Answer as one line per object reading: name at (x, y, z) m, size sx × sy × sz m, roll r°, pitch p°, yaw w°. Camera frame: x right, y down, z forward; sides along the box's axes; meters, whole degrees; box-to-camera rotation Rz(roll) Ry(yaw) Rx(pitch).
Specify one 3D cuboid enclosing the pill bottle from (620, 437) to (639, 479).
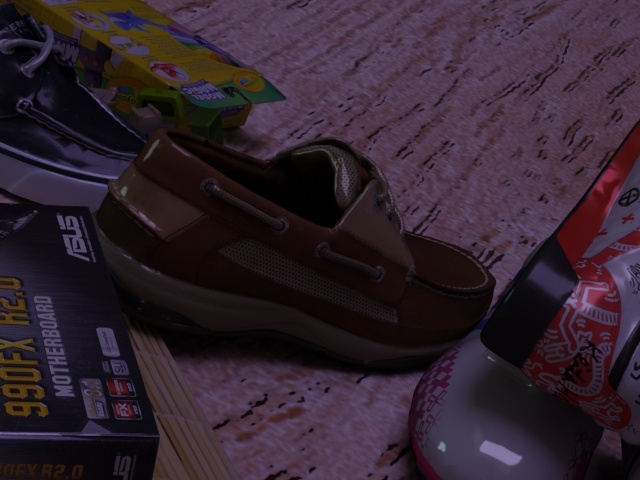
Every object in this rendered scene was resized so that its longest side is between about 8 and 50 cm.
pill bottle at (0.231, 0.143, 1.101) m, size 0.094 × 0.094 × 0.169 m, roll 22°, pitch 22°, yaw -1°

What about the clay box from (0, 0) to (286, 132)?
clay box at (-0.148, -0.145, 1.460) m, size 0.222 × 0.053 × 0.127 m, roll 34°, pitch 25°, yaw 24°

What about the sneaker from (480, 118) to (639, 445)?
sneaker at (0.216, 0.015, 1.087) m, size 0.145 × 0.090 × 0.270 m, roll 37°, pitch 51°, yaw 7°

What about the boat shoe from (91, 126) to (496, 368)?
boat shoe at (0.000, 0.000, 1.162) m, size 0.324 × 0.120 × 0.122 m, roll 8°, pitch 26°, yaw -44°

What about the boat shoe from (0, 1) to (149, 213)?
boat shoe at (-0.223, -0.112, 1.247) m, size 0.301 × 0.102 × 0.108 m, roll 27°, pitch 22°, yaw 11°

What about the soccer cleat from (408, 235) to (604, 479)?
soccer cleat at (0.144, 0.060, 1.144) m, size 0.116 × 0.143 × 0.331 m, roll 26°, pitch 23°, yaw 9°

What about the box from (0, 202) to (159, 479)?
box at (-0.192, 0.053, 0.918) m, size 0.183 × 0.056 × 0.231 m, roll 4°, pitch 28°, yaw -18°

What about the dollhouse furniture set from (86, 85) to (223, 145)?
dollhouse furniture set at (-0.147, -0.074, 1.340) m, size 0.151 × 0.058 × 0.076 m, roll 7°, pitch 27°, yaw 12°

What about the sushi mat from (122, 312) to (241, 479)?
sushi mat at (-0.124, 0.096, 0.975) m, size 0.151 × 0.019 × 0.316 m, roll 8°, pitch 25°, yaw -29°
